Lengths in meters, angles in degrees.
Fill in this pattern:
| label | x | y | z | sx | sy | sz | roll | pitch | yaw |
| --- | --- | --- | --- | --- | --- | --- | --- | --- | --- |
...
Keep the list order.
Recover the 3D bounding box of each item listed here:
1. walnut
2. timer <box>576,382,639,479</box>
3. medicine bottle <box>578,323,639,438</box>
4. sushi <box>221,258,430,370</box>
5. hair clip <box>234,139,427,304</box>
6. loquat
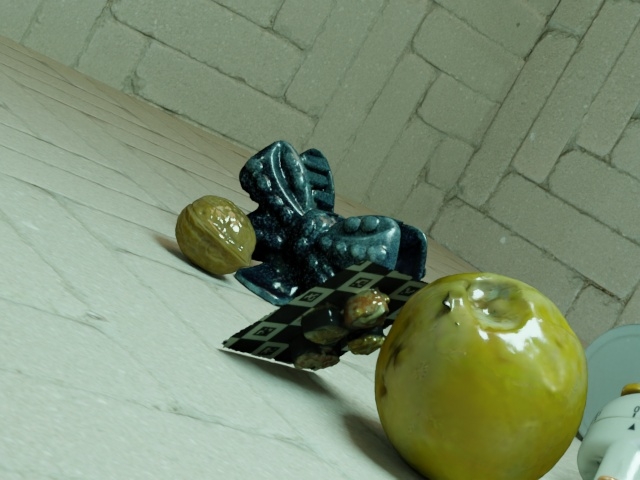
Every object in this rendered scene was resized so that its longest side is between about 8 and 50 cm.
| label | x | y | z | sx | sy | sz | roll | pitch | yaw |
| --- | --- | --- | --- | --- | --- | --- | --- | --- | --- |
| walnut | -0.144 | -0.006 | 1.811 | 0.124 | 0.105 | 0.105 | 46 | 10 | 10 |
| timer | 0.437 | 0.312 | 1.666 | 0.234 | 0.240 | 0.233 | 25 | -28 | 15 |
| medicine bottle | 0.571 | 0.271 | 2.193 | 0.238 | 0.237 | 0.232 | 35 | 10 | 39 |
| sushi | 0.022 | 0.104 | 1.459 | 0.193 | 0.210 | 0.040 | 21 | 44 | -51 |
| hair clip | -0.005 | 0.003 | 1.912 | 0.310 | 0.206 | 0.194 | 39 | 16 | 31 |
| loquat | 0.171 | 0.159 | 1.401 | 0.244 | 0.243 | 0.244 | 29 | 7 | -4 |
